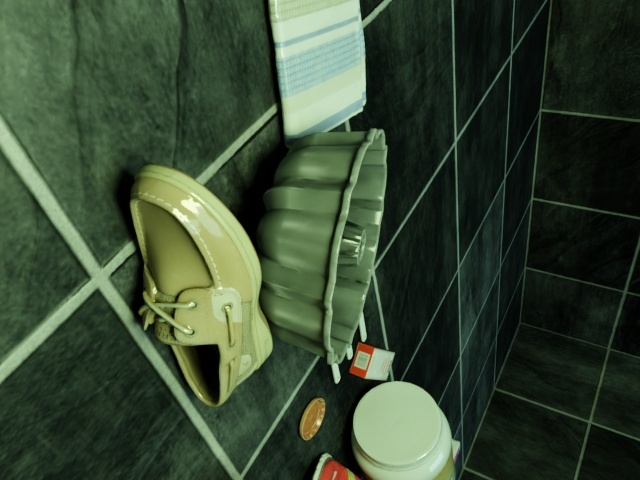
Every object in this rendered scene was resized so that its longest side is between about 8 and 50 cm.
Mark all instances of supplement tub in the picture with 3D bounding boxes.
[{"bbox_3d":[0.198,0.497,1.301,0.228,0.229,0.316,-55,146,-32],"label":"supplement tub"}]

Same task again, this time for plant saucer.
[{"bbox_3d":[-0.018,0.346,1.070,0.083,0.013,0.083,-35,133,-49],"label":"plant saucer"}]

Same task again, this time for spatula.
[{"bbox_3d":[0.052,0.161,1.094,0.168,0.019,0.241,-50,141,-39],"label":"spatula"}]

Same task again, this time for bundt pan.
[{"bbox_3d":[0.000,0.000,0.768,0.331,0.124,0.330,10,90,-77],"label":"bundt pan"}]

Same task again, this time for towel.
[{"bbox_3d":[-0.003,-0.290,0.771,0.209,0.034,0.284,-41,135,-43],"label":"towel"}]

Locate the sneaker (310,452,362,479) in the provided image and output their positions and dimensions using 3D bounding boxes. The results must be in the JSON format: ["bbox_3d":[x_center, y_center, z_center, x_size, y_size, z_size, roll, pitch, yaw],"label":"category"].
[{"bbox_3d":[0.054,0.535,1.178,0.107,0.119,0.279,-67,151,-16],"label":"sneaker"}]

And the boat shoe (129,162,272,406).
[{"bbox_3d":[-0.136,0.071,0.613,0.110,0.122,0.341,-54,146,-35],"label":"boat shoe"}]

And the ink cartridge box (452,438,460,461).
[{"bbox_3d":[0.240,0.665,1.502,0.311,0.186,0.065,-58,149,-27],"label":"ink cartridge box"}]

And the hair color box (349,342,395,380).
[{"bbox_3d":[0.120,0.277,1.251,0.141,0.043,0.071,31,76,-59],"label":"hair color box"}]
